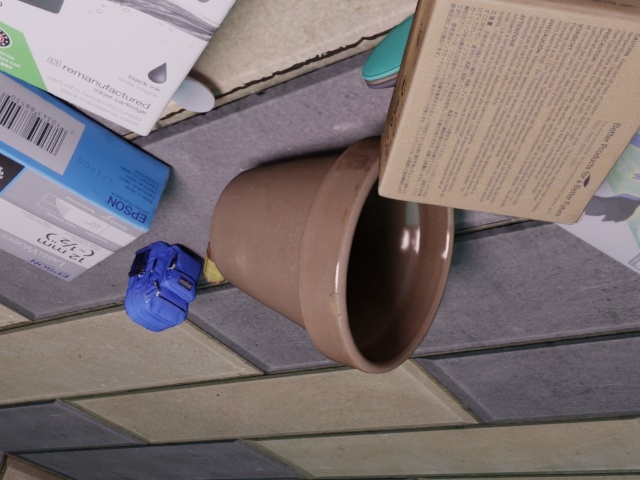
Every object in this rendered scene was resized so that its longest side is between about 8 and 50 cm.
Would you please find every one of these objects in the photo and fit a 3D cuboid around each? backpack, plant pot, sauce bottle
[{"bbox_3d":[-0.240,0.072,1.125,0.101,0.120,0.098,-21,135,40],"label":"backpack"},{"bbox_3d":[0.000,0.000,0.863,0.229,0.263,0.263,12,152,32],"label":"plant pot"},{"bbox_3d":[-0.148,0.021,1.092,0.042,0.042,0.128,15,149,-7],"label":"sauce bottle"}]

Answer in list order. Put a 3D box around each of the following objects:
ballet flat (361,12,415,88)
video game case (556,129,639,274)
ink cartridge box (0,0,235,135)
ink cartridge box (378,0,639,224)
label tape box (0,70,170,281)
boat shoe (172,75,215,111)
[{"bbox_3d":[0.121,-0.189,0.669,0.074,0.074,0.203,26,142,-23],"label":"ballet flat"},{"bbox_3d":[0.309,-0.103,0.684,0.300,0.036,0.329,32,147,5],"label":"video game case"},{"bbox_3d":[-0.178,-0.245,0.615,0.211,0.121,0.289,24,145,-21],"label":"ink cartridge box"},{"bbox_3d":[0.163,-0.124,0.618,0.194,0.088,0.234,8,144,-4],"label":"ink cartridge box"},{"bbox_3d":[-0.402,-0.054,0.986,0.249,0.115,0.348,32,140,-30],"label":"label tape box"},{"bbox_3d":[-0.161,-0.173,0.806,0.100,0.035,0.035,19,124,-21],"label":"boat shoe"}]
